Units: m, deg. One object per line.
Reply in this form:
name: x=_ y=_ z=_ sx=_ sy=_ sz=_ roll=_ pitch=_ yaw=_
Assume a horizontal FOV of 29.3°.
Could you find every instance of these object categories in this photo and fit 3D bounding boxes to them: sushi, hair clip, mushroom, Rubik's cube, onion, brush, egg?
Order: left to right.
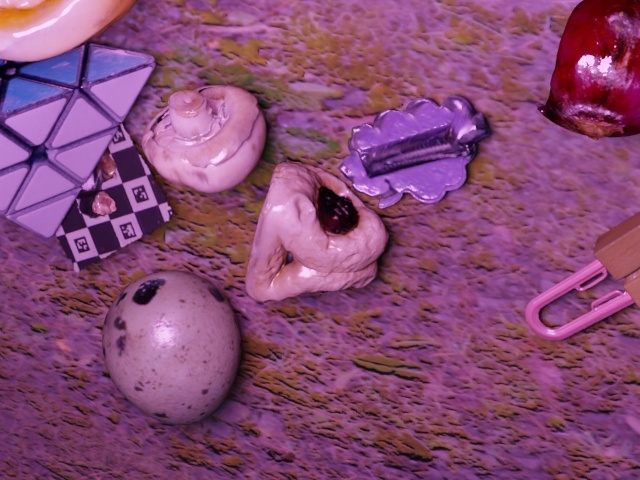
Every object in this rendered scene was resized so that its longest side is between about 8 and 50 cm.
Rubik's cube: x=-0.371 y=-0.150 z=1.482 sx=0.233 sy=0.228 sz=0.228 roll=24 pitch=169 yaw=-22
sushi: x=-0.291 y=-0.089 z=1.570 sx=0.193 sy=0.040 sz=0.210 roll=-26 pitch=94 yaw=32
egg: x=-0.186 y=0.144 z=1.572 sx=0.177 sy=0.177 sz=0.228 roll=4 pitch=130 yaw=19
mushroom: x=-0.139 y=-0.126 z=1.432 sx=0.154 sy=0.154 sz=0.122 roll=-3 pitch=140 yaw=22
hair clip: x=0.107 y=-0.097 z=1.413 sx=0.195 sy=0.052 sz=0.124 roll=-17 pitch=102 yaw=33
brush: x=0.331 y=0.050 z=1.399 sx=0.233 sy=0.047 sz=0.103 roll=-36 pitch=99 yaw=32
onion: x=0.313 y=-0.195 z=1.231 sx=0.135 sy=0.173 sz=0.198 roll=24 pitch=89 yaw=9

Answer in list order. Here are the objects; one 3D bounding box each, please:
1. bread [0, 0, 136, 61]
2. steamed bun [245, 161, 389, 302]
bread: x=-0.369 y=-0.394 z=1.319 sx=0.329 sy=0.245 sz=0.424 roll=-38 pitch=102 yaw=-7
steamed bun: x=0.000 y=0.000 z=1.461 sx=0.155 sy=0.140 sz=0.172 roll=15 pitch=124 yaw=-1
